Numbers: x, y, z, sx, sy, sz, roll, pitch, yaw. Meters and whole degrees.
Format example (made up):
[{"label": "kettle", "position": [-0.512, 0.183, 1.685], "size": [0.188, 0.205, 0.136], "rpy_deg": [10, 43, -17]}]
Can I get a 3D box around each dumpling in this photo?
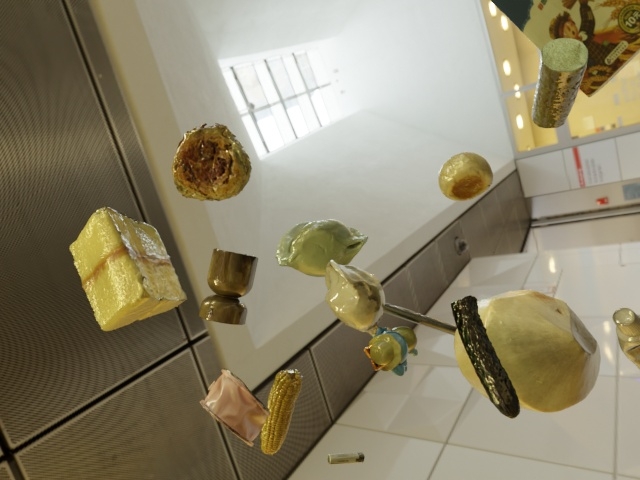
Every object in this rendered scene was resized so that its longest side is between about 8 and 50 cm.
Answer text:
[{"label": "dumpling", "position": [0.083, 0.175, 1.261], "size": [0.175, 0.226, 0.244], "rpy_deg": [-11, -61, -40]}, {"label": "dumpling", "position": [0.012, 0.006, 1.659], "size": [0.320, 0.212, 0.270], "rpy_deg": [16, -119, -20]}]

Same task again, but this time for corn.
[{"label": "corn", "position": [-0.136, 0.564, 1.367], "size": [0.101, 0.101, 0.292], "rpy_deg": [6, -77, -51]}]

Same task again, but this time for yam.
[{"label": "yam", "position": [0.397, -0.256, 0.696], "size": [0.169, 0.068, 0.069], "rpy_deg": [38, -127, -61]}]

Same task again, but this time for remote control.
[{"label": "remote control", "position": [0.421, 0.322, 1.655], "size": [0.107, 0.377, 0.044], "rpy_deg": [65, -136, -72]}]

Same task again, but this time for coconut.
[{"label": "coconut", "position": [0.626, 0.320, 1.255], "size": [0.415, 0.415, 0.345], "rpy_deg": [1, -114, -51]}]

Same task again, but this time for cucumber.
[{"label": "cucumber", "position": [0.413, 0.293, 1.053], "size": [0.072, 0.081, 0.304], "rpy_deg": [2, -121, -27]}]

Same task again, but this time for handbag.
[{"label": "handbag", "position": [-0.240, 0.478, 1.194], "size": [0.205, 0.179, 0.116], "rpy_deg": [40, -115, 4]}]

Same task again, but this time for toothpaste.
[{"label": "toothpaste", "position": [0.730, 0.224, 0.930], "size": [0.282, 0.099, 0.069], "rpy_deg": [33, -119, -30]}]

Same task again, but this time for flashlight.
[{"label": "flashlight", "position": [0.057, 0.482, 0.919], "size": [0.083, 0.018, 0.019], "rpy_deg": [8, -79, -20]}]

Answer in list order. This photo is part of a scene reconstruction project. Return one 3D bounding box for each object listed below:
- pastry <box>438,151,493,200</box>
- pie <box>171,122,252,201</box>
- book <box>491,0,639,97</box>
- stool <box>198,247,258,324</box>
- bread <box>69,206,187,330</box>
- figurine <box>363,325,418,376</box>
[{"label": "pastry", "position": [0.425, -0.187, 1.225], "size": [0.156, 0.156, 0.092], "rpy_deg": [38, -136, -41]}, {"label": "pie", "position": [-0.387, -0.268, 1.498], "size": [0.085, 0.307, 0.309], "rpy_deg": [-82, -26, -76]}, {"label": "book", "position": [0.578, -0.575, 0.987], "size": [0.428, 0.039, 0.300], "rpy_deg": [53, 176, 13]}, {"label": "stool", "position": [-0.350, 0.174, 1.598], "size": [0.179, 0.179, 0.265], "rpy_deg": [18, -99, -48]}, {"label": "bread", "position": [-0.459, 0.054, 1.076], "size": [0.236, 0.198, 0.264], "rpy_deg": [-11, -110, -58]}, {"label": "figurine", "position": [0.287, 0.419, 1.587], "size": [0.261, 0.153, 0.180], "rpy_deg": [13, -105, -40]}]
